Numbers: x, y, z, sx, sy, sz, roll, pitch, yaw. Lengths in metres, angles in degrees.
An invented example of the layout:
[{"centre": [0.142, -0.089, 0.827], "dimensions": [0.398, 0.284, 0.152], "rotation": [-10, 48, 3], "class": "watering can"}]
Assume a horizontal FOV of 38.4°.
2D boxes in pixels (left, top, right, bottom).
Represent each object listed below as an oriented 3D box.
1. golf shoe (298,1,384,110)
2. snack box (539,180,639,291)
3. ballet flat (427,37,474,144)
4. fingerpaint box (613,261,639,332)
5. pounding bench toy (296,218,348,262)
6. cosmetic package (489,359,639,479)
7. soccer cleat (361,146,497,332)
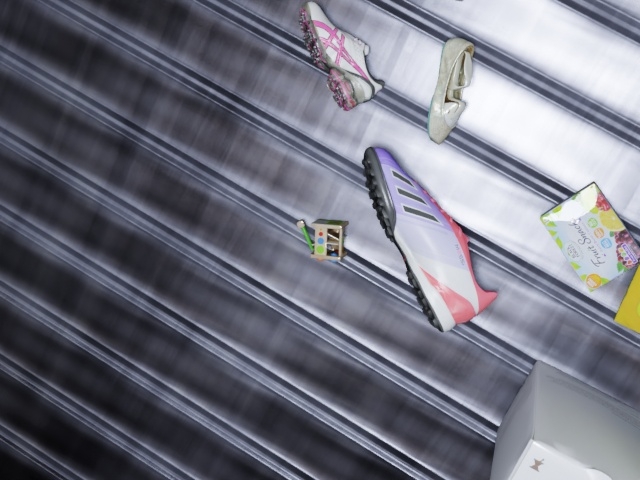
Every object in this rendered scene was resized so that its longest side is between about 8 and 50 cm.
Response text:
[{"centre": [0.030, -0.302, 1.468], "dimensions": [0.086, 0.067, 0.186], "rotation": [-28, 89, -11], "class": "golf shoe"}, {"centre": [0.420, -0.006, 1.421], "dimensions": [0.100, 0.037, 0.141], "rotation": [-35, 89, 20], "class": "snack box"}, {"centre": [0.204, -0.229, 1.425], "dimensions": [0.052, 0.057, 0.168], "rotation": [18, 106, 41], "class": "ballet flat"}, {"centre": [0.682, 0.033, 1.212], "dimensions": [0.445, 0.163, 0.371], "rotation": [27, 117, 25], "class": "fingerpaint box"}, {"centre": [0.000, 0.000, 1.529], "dimensions": [0.083, 0.052, 0.065], "rotation": [6, 102, 14], "class": "pounding bench toy"}, {"centre": [0.361, 0.323, 1.324], "dimensions": [0.197, 0.365, 0.155], "rotation": [28, 106, 10], "class": "cosmetic package"}, {"centre": [0.168, -0.016, 1.466], "dimensions": [0.116, 0.108, 0.318], "rotation": [-26, 91, -2], "class": "soccer cleat"}]
